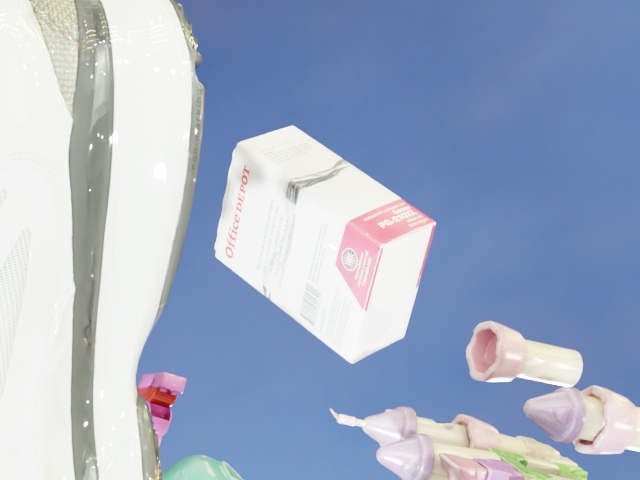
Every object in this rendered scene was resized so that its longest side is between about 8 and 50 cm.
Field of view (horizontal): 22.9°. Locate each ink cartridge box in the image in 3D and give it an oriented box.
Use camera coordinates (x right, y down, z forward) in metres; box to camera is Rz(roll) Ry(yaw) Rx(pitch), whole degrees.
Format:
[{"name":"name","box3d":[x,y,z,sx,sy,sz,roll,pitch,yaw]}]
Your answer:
[{"name":"ink cartridge box","box3d":[0.000,0.000,1.830,0.100,0.237,0.172,-23,-42,-41]}]

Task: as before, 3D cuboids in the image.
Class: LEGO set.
[{"name":"LEGO set","box3d":[-0.204,0.148,1.268,0.087,0.093,0.227,21,-16,-26]}]

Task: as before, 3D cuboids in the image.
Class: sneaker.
[{"name":"sneaker","box3d":[-0.214,0.084,0.761,0.258,0.169,0.447,2,-82,-31]}]

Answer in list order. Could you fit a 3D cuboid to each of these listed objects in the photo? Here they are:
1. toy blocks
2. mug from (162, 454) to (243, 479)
[{"name":"toy blocks","box3d":[0.171,0.257,1.603,0.260,0.288,0.309,13,-82,-25]},{"name":"mug","box3d":[-0.106,0.274,1.508,0.097,0.158,0.129,-38,-70,-2]}]
